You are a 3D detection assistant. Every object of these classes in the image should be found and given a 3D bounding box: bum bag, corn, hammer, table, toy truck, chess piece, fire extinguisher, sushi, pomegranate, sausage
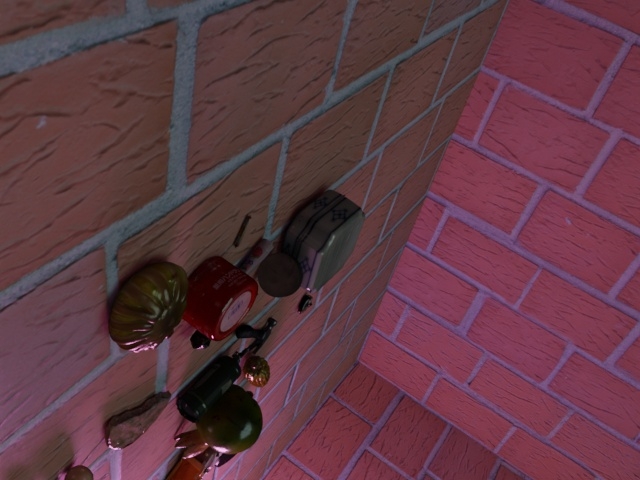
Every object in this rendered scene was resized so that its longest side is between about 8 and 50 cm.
[{"bbox_3d":[-0.273,0.208,1.702,0.248,0.102,0.069,-45,129,-37],"label":"bum bag"},{"bbox_3d":[-0.235,0.490,2.299,0.097,0.097,0.262,-52,166,-20],"label":"corn"},{"bbox_3d":[-0.231,0.320,2.105,0.137,0.037,0.290,-59,164,-2],"label":"hammer"},{"bbox_3d":[-0.121,0.105,1.869,0.134,0.133,0.043,-60,165,5],"label":"table"},{"bbox_3d":[-0.470,0.830,2.206,0.270,0.114,0.135,-53,168,-8],"label":"toy truck"},{"bbox_3d":[-0.613,0.618,1.476,0.171,0.094,0.094,-58,165,-29],"label":"chess piece"},{"bbox_3d":[-0.326,0.437,1.956,0.294,0.093,0.118,-44,177,-41],"label":"fire extinguisher"},{"bbox_3d":[-0.062,0.256,2.460,0.083,0.044,0.046,-62,164,7],"label":"sushi"},{"bbox_3d":[-0.334,0.605,2.017,0.301,0.236,0.236,-36,161,-4],"label":"pomegranate"},{"bbox_3d":[-0.203,-0.023,1.614,0.100,0.015,0.015,-64,163,16],"label":"sausage"}]

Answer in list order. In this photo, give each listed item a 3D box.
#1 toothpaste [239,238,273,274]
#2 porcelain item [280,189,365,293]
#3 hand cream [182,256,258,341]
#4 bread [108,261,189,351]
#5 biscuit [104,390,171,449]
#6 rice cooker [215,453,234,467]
[{"bbox_3d":[-0.206,0.077,1.736,0.194,0.043,0.067,-51,-163,-23],"label":"toothpaste"},{"bbox_3d":[0.000,0.000,1.988,0.281,0.157,0.286,-40,156,-42],"label":"porcelain item"},{"bbox_3d":[-0.259,0.149,1.573,0.193,0.125,0.193,-53,165,-21],"label":"hand cream"},{"bbox_3d":[-0.359,0.148,1.325,0.213,0.104,0.213,-47,160,-23],"label":"bread"},{"bbox_3d":[-0.498,0.493,1.656,0.133,0.032,0.250,-64,163,16],"label":"biscuit"},{"bbox_3d":[-0.359,0.772,2.395,0.203,0.118,0.142,-50,161,-23],"label":"rice cooker"}]
